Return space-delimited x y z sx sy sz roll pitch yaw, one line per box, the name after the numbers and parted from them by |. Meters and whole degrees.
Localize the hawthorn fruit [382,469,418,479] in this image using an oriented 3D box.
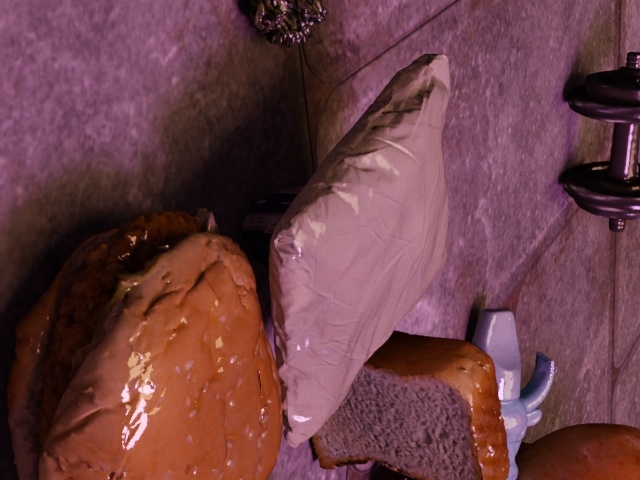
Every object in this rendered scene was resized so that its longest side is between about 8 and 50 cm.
0.162 0.364 1.408 0.181 0.181 0.235 -59 141 -31 | hawthorn fruit

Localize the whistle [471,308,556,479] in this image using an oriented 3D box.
0.238 0.231 1.587 0.186 0.093 0.274 -1 98 -33 | whistle

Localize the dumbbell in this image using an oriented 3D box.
0.481 -0.151 1.780 0.192 0.192 0.290 -31 127 -53 | dumbbell

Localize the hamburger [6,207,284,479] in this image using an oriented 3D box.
-0.124 0.124 0.870 0.259 0.144 0.283 -46 135 -44 | hamburger

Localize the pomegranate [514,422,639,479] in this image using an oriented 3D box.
0.394 0.442 1.678 0.410 0.410 0.410 -27 123 -54 | pomegranate

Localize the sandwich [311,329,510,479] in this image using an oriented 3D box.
0.083 0.175 1.168 0.065 0.214 0.186 -47 136 -42 | sandwich

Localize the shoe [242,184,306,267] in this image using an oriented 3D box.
0.000 0.000 1.090 0.207 0.091 0.106 -15 107 -62 | shoe

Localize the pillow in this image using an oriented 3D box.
0.047 0.013 1.014 0.281 0.076 0.274 -49 150 -38 | pillow

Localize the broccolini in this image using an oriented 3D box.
-0.037 -0.262 0.970 0.091 0.068 0.203 -32 128 -28 | broccolini
